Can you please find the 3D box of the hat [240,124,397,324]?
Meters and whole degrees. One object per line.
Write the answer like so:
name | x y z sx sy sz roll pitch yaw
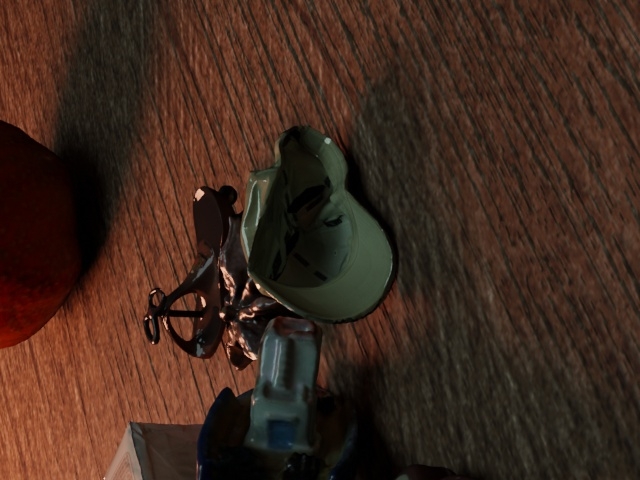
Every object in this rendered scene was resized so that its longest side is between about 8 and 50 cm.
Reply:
hat | 0.001 0.000 1.456 0.122 0.081 0.166 -42 48 -8

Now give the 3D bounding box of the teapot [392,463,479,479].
teapot | 0.018 0.283 1.225 0.312 0.233 0.315 -51 12 54

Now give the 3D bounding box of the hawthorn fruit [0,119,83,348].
hawthorn fruit | -0.394 -0.010 1.954 0.254 0.300 0.254 -15 72 58

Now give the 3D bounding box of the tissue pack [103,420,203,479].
tissue pack | -0.120 0.287 1.552 0.225 0.124 0.185 -64 34 34

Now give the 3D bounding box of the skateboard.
skateboard | -0.101 0.028 1.618 0.067 0.080 0.151 31 114 54

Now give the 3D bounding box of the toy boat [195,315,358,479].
toy boat | -0.030 0.139 1.369 0.262 0.114 0.115 -78 -8 -62

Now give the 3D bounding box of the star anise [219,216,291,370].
star anise | -0.057 0.044 1.546 0.124 0.056 0.129 180 81 -69
